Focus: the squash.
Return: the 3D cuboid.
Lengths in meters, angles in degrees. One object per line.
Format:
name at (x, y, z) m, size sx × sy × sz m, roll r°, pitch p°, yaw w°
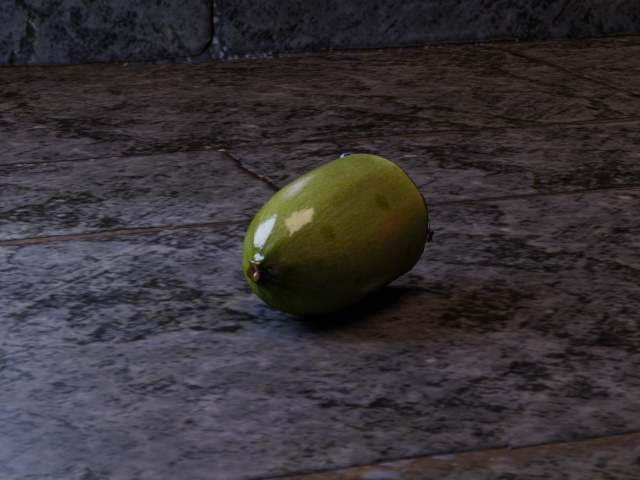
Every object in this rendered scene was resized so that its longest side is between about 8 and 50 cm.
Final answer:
squash at (0.000, 0.000, 1.487) m, size 0.123 × 0.123 × 0.187 m, roll 7°, pitch 15°, yaw 26°
